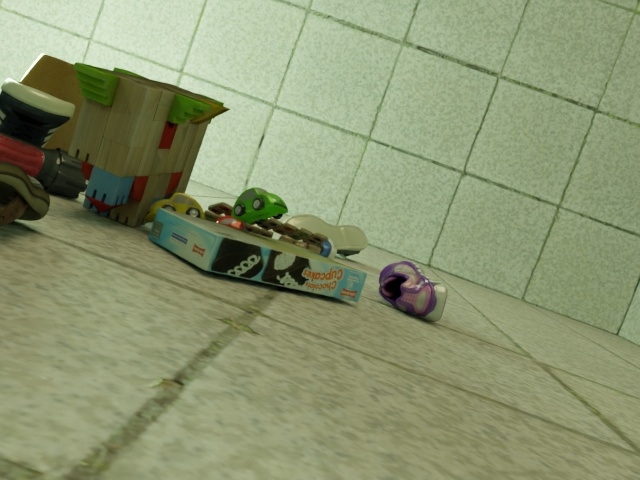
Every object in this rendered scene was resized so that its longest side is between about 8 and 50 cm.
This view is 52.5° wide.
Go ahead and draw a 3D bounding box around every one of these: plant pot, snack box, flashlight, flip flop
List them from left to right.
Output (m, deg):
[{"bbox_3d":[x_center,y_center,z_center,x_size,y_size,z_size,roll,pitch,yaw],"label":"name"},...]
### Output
[{"bbox_3d":[-0.373,-0.046,0.694,0.112,0.080,0.277,15,-11,-4],"label":"flip flop"},{"bbox_3d":[-0.545,-0.150,1.095,0.304,0.103,0.103,22,-28,-37],"label":"flashlight"},{"bbox_3d":[-0.660,-0.313,1.581,0.237,0.254,0.237,19,5,-2],"label":"plant pot"},{"bbox_3d":[-0.097,0.027,1.077,0.322,0.060,0.187,16,4,-43],"label":"snack box"}]

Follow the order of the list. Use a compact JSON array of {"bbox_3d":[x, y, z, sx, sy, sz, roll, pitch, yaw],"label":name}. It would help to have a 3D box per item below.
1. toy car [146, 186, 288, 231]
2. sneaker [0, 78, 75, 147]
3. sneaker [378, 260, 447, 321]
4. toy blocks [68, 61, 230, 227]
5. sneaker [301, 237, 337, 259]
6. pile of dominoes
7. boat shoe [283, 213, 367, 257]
[{"bbox_3d":[-0.152,-0.051,1.139,0.225,0.053,0.239,-14,-21,33],"label":"toy car"},{"bbox_3d":[-0.562,-0.203,1.224,0.131,0.148,0.350,23,-8,-29],"label":"sneaker"},{"bbox_3d":[0.162,0.092,1.326,0.105,0.095,0.236,11,8,-18],"label":"sneaker"},{"bbox_3d":[-0.315,-0.145,1.131,0.191,0.260,0.381,23,11,8],"label":"toy blocks"},{"bbox_3d":[-0.012,0.010,1.762,0.085,0.058,0.152,28,8,-16],"label":"sneaker"},{"bbox_3d":[-0.124,-0.001,1.320,0.251,0.040,0.196,18,-20,-9],"label":"pile of dominoes"},{"bbox_3d":[0.000,0.000,1.944,0.320,0.116,0.099,8,-32,-41],"label":"boat shoe"}]
